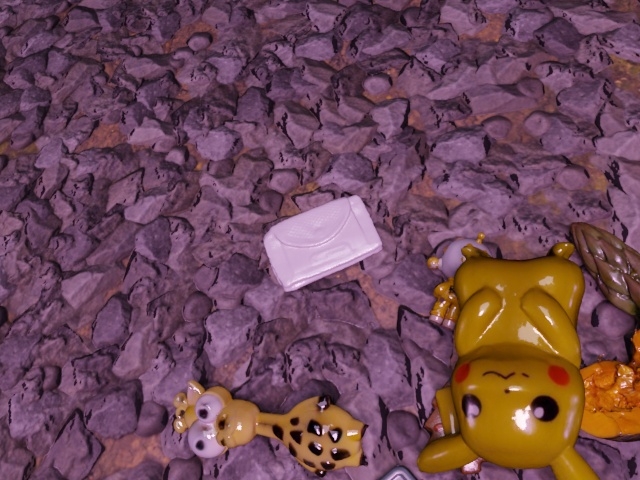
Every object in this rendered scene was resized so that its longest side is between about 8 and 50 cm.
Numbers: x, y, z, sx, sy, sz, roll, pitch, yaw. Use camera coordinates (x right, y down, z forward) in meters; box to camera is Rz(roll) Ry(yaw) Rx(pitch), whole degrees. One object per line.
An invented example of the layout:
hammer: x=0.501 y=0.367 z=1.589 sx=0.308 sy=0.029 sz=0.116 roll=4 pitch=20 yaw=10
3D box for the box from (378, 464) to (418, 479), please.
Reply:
box: x=0.111 y=0.358 z=0.710 sx=0.091 sy=0.031 sz=0.126 roll=-38 pitch=60 yaw=-9

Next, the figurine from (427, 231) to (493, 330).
figurine: x=0.202 y=0.058 z=0.829 sx=0.143 sy=0.068 sz=0.101 roll=-40 pitch=79 yaw=-9

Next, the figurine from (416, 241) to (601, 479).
figurine: x=0.232 y=0.158 z=0.697 sx=0.218 sy=0.169 sz=0.326 roll=-4 pitch=51 yaw=29

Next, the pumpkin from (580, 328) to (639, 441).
pumpkin: x=0.405 y=0.176 z=0.688 sx=0.183 sy=0.108 sz=0.119 roll=-49 pitch=26 yaw=25

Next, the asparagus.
asparagus: x=0.441 y=0.076 z=0.761 sx=0.080 sy=0.080 sz=0.287 roll=-29 pitch=60 yaw=-3

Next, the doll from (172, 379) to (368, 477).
doll: x=-0.076 y=0.257 z=0.773 sx=0.291 sy=0.086 sz=0.117 roll=4 pitch=94 yaw=16

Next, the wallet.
wallet: x=0.000 y=0.000 z=0.922 sx=0.183 sy=0.032 sz=0.124 roll=-23 pitch=63 yaw=-1

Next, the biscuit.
biscuit: x=0.191 y=0.247 z=0.758 sx=0.120 sy=0.019 sz=0.129 roll=-11 pitch=61 yaw=6
